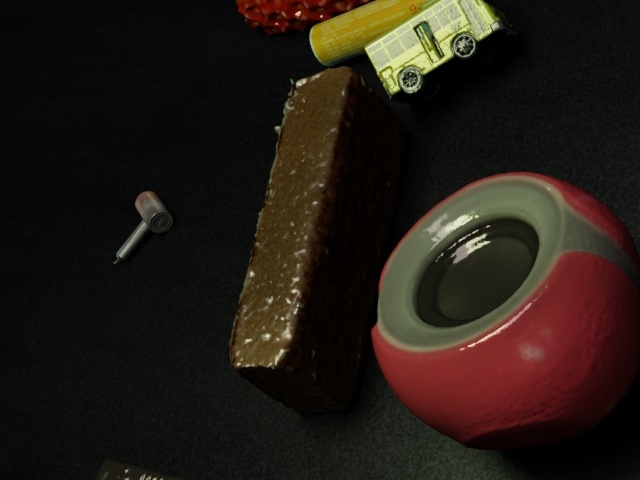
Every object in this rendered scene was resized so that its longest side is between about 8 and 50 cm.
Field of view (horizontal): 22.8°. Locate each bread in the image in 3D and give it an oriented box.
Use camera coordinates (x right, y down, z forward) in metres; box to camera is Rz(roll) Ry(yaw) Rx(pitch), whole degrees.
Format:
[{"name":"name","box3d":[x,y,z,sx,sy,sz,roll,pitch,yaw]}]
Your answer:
[{"name":"bread","box3d":[0.000,0.000,1.936,0.113,0.165,0.417,-8,56,34]}]

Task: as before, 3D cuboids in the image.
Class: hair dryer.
[{"name":"hair dryer","box3d":[-0.261,-0.011,2.256,0.114,0.037,0.063,-51,41,9]}]

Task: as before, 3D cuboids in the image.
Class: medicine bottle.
[{"name":"medicine bottle","box3d":[0.089,-0.296,2.136,0.218,0.074,0.074,-17,52,32]}]

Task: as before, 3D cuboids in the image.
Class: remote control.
[{"name":"remote control","box3d":[-0.201,0.321,1.979,0.245,0.025,0.063,7,66,43]}]

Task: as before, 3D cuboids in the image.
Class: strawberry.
[{"name":"strawberry","box3d":[-0.004,-0.437,2.253,0.336,0.149,0.265,-30,48,21]}]

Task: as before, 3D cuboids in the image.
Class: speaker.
[{"name":"speaker","box3d":[0.199,0.069,1.651,0.294,0.294,0.294,-21,50,27]}]

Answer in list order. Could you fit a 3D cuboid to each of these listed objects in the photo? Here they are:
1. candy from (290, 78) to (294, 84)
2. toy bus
[{"name":"candy","box3d":[-0.027,-0.192,2.194,0.035,0.035,0.123,-46,32,21]},{"name":"toy bus","box3d":[0.152,-0.253,2.018,0.175,0.088,0.101,-31,78,18]}]
